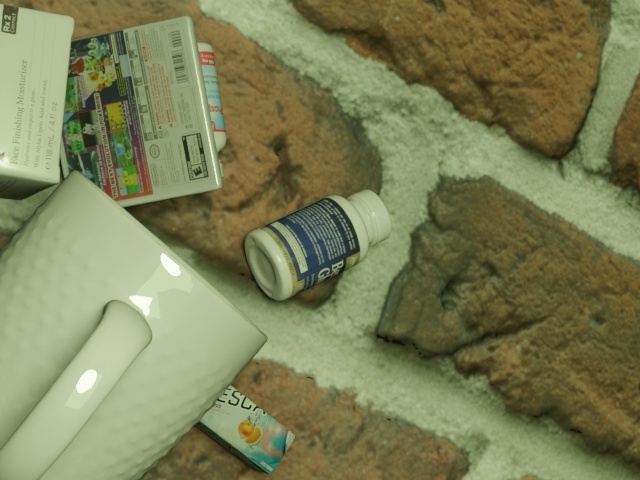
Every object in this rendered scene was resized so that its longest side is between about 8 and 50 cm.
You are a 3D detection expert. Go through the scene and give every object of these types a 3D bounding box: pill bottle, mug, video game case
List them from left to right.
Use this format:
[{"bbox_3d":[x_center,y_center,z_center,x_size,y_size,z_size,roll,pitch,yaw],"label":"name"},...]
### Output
[{"bbox_3d":[-0.255,0.140,1.314,0.276,0.374,0.328,42,86,-10],"label":"mug"},{"bbox_3d":[-0.217,-0.142,1.490,0.183,0.023,0.201,-10,91,10],"label":"video game case"},{"bbox_3d":[-0.159,-0.149,1.536,0.087,0.087,0.160,-9,90,-25],"label":"pill bottle"},{"bbox_3d":[0.000,0.000,1.594,0.169,0.094,0.094,-26,97,-24],"label":"pill bottle"}]

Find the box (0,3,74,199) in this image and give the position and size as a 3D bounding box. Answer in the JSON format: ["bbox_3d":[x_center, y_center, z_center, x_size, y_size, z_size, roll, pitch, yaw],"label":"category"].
[{"bbox_3d":[-0.351,-0.146,1.394,0.119,0.182,0.181,7,83,-25],"label":"box"}]

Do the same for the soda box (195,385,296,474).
[{"bbox_3d":[-0.121,0.202,1.540,0.183,0.063,0.058,39,72,-17],"label":"soda box"}]
